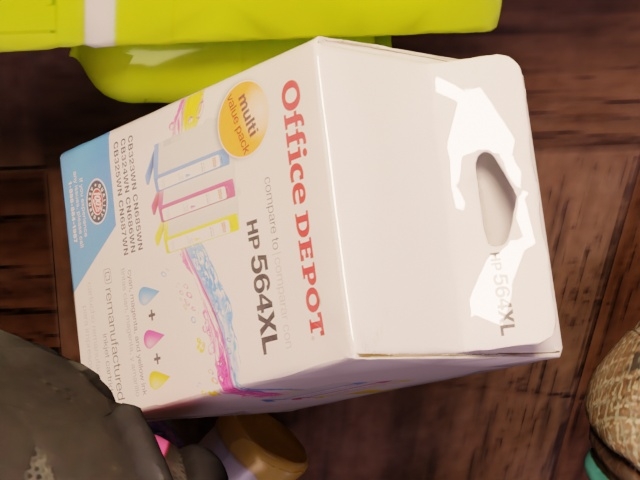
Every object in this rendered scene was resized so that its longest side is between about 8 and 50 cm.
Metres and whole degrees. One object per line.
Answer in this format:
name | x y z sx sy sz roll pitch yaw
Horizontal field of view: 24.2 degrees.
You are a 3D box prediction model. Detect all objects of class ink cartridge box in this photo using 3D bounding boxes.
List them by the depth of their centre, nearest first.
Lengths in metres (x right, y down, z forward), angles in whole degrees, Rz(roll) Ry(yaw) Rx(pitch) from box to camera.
ink cartridge box | 0.000 0.000 0.457 0.090 0.092 0.143 2 165 -43

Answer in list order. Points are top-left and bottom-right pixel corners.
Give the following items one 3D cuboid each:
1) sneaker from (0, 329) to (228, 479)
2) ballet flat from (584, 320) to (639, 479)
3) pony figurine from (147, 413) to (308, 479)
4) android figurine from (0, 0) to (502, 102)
sneaker | -0.137 0.089 0.424 0.202 0.483 0.185 -35 -179 -21
ballet flat | 0.317 0.125 0.665 0.483 0.164 0.182 32 98 -32
pony figurine | -0.125 0.235 0.624 0.351 0.303 0.363 28 108 -42
android figurine | -0.025 -0.133 0.401 0.272 0.056 0.248 -4 135 -10
